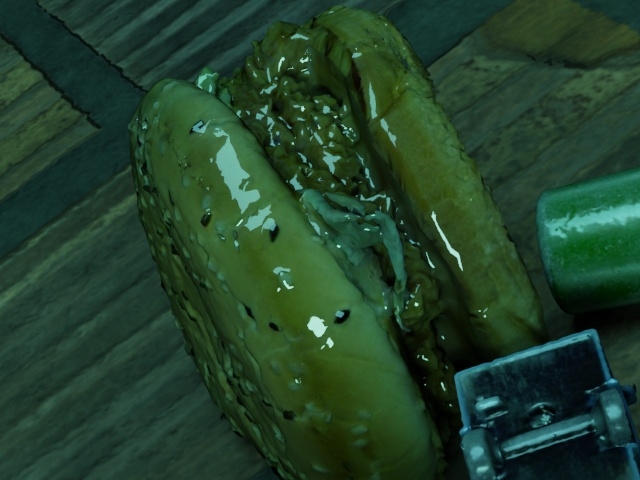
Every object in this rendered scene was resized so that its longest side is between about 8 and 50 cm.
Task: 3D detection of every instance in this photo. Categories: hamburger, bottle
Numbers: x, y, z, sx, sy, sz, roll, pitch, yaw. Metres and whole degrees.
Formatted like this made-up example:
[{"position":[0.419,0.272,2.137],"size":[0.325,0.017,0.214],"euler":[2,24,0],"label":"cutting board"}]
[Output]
[{"position":[0.000,0.000,1.245],"size":[0.195,0.276,0.318],"euler":[-28,33,-14],"label":"hamburger"},{"position":[0.306,-0.025,1.222],"size":[0.330,0.093,0.093],"euler":[-13,41,19],"label":"bottle"}]

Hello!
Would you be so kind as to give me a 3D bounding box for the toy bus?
[{"position":[0.151,0.193,1.041],"size":[0.106,0.131,0.297],"euler":[-19,38,9],"label":"toy bus"}]
